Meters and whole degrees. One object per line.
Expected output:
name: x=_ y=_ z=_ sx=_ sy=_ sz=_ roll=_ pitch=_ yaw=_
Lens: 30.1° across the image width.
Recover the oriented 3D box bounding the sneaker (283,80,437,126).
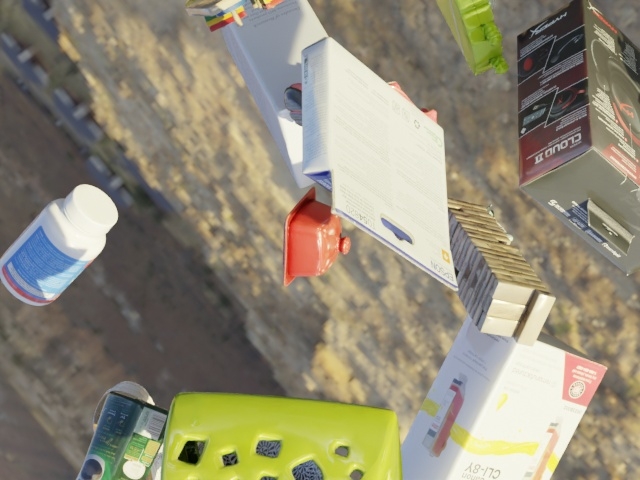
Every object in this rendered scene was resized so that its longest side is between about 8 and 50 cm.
sneaker: x=0.073 y=-0.223 z=2.041 sx=0.314 sy=0.136 sz=0.116 roll=22 pitch=177 yaw=-33

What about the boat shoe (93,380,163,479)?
boat shoe: x=-0.270 y=0.285 z=1.776 sx=0.098 sy=0.096 sz=0.277 roll=19 pitch=139 yaw=13

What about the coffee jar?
coffee jar: x=-0.269 y=0.298 z=1.571 sx=0.096 sy=0.184 sz=0.079 roll=9 pitch=163 yaw=46

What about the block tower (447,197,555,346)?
block tower: x=0.258 y=0.038 z=1.905 sx=0.097 sy=0.091 sz=0.335 roll=11 pitch=-157 yaw=-20

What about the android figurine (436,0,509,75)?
android figurine: x=0.203 y=-0.352 z=1.707 sx=0.248 sy=0.056 sz=0.273 roll=64 pitch=-177 yaw=-53

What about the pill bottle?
pill bottle: x=-0.453 y=0.005 z=2.074 sx=0.124 sy=0.124 sz=0.221 roll=48 pitch=119 yaw=0

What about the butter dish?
butter dish: x=0.000 y=0.000 z=2.286 sx=0.118 sy=0.160 sz=0.159 roll=12 pitch=119 yaw=16

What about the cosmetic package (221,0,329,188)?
cosmetic package: x=-0.069 y=-0.351 z=2.335 sx=0.230 sy=0.162 sz=0.453 roll=73 pitch=172 yaw=-53

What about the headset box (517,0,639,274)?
headset box: x=0.346 y=-0.117 z=1.441 sx=0.218 sy=0.293 sz=0.110 roll=34 pitch=134 yaw=-30

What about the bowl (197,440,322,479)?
bowl: x=-0.072 y=0.295 z=1.398 sx=0.170 sy=0.170 sz=0.080 roll=26 pitch=108 yaw=49

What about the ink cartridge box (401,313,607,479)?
ink cartridge box: x=0.349 y=0.358 z=2.338 sx=0.279 sy=0.384 sz=0.160 roll=21 pitch=-172 yaw=-38

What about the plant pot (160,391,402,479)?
plant pot: x=-0.044 y=0.300 z=1.138 sx=0.227 sy=0.207 sz=0.228 roll=3 pitch=133 yaw=10

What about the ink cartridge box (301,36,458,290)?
ink cartridge box: x=0.063 y=-0.074 z=1.279 sx=0.045 sy=0.224 sz=0.223 roll=-24 pitch=142 yaw=32

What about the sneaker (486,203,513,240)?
sneaker: x=0.336 y=-0.037 z=2.330 sx=0.098 sy=0.038 sz=0.069 roll=19 pitch=115 yaw=36

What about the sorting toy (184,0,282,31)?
sorting toy: x=-0.106 y=-0.327 z=1.616 sx=0.046 sy=0.132 sz=0.274 roll=63 pitch=167 yaw=-20
